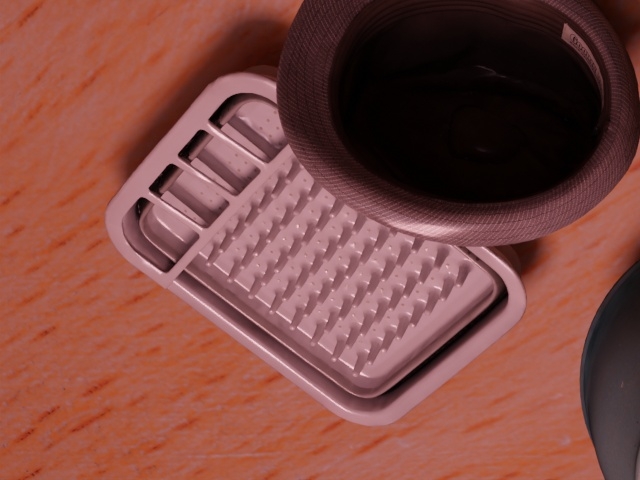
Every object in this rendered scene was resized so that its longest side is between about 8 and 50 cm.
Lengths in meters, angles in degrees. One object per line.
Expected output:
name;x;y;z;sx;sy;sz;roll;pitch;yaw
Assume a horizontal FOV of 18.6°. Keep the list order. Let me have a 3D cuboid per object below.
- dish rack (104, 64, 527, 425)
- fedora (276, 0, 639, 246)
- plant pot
dish rack;0.000;0.000;1.723;0.333;0.072;0.285;38;134;-8
fedora;0.109;-0.098;1.512;0.275;0.244;0.124;10;161;8
plant pot;0.332;0.144;1.481;0.271;0.255;0.272;2;103;8
